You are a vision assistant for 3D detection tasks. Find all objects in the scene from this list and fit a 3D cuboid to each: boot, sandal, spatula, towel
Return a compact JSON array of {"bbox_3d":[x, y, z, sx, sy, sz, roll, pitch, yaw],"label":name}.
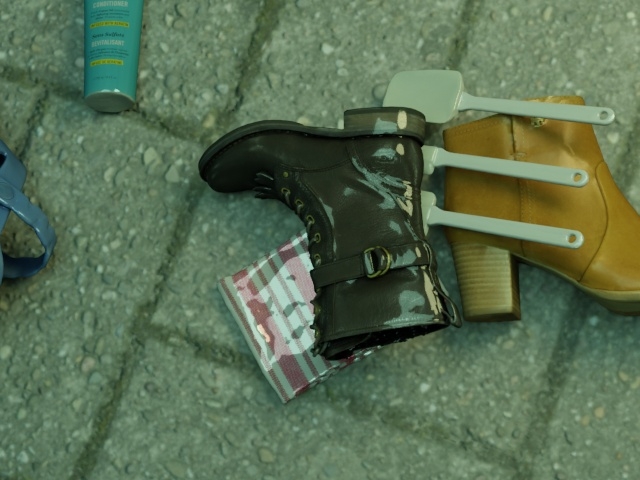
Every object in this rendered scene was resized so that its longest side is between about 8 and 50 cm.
[{"bbox_3d":[0.262,-0.036,1.251,0.295,0.104,0.211,-4,77,11],"label":"boot"},{"bbox_3d":[-0.361,-0.070,1.343,0.126,0.138,0.317,-34,66,39],"label":"sandal"},{"bbox_3d":[0.150,-0.077,1.248,0.242,0.019,0.168,10,76,35],"label":"spatula"},{"bbox_3d":[0.010,0.051,1.305,0.197,0.029,0.144,-31,75,0],"label":"towel"},{"bbox_3d":[0.000,0.000,1.257,0.263,0.091,0.228,-9,74,26],"label":"boot"}]

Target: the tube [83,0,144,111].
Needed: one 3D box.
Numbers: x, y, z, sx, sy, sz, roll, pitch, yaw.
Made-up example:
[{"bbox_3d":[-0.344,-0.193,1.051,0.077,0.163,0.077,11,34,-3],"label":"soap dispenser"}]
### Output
[{"bbox_3d":[-0.218,-0.238,1.396,0.080,0.052,0.207,-1,71,-2],"label":"tube"}]
